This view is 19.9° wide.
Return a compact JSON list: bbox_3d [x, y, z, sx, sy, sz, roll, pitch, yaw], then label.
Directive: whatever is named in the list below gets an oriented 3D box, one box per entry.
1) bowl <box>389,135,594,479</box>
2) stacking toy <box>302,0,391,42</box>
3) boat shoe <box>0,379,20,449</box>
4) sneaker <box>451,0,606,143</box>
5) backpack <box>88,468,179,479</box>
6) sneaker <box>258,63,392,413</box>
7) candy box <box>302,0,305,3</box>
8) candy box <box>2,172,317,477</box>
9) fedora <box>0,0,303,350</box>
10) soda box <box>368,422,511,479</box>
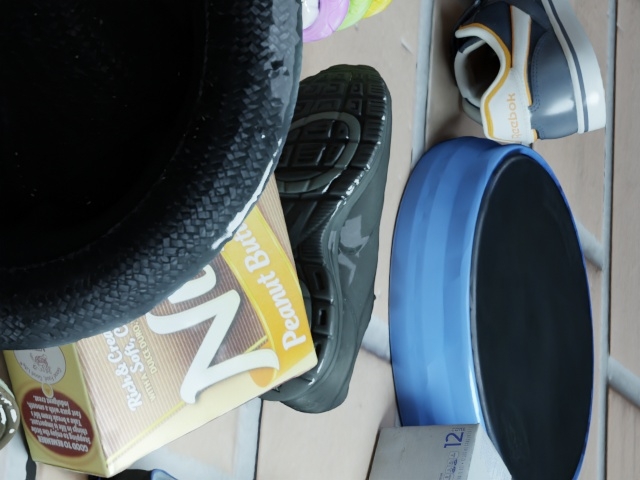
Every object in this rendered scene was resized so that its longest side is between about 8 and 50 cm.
[{"bbox_3d":[0.179,0.089,1.784,0.391,0.077,0.391,20,67,-62],"label":"bowl"},{"bbox_3d":[-0.007,-0.212,1.398,0.302,0.166,0.175,-51,143,-39],"label":"stacking toy"},{"bbox_3d":[-0.240,0.045,0.959,0.190,0.068,0.072,50,0,-33],"label":"boat shoe"},{"bbox_3d":[0.189,-0.204,1.821,0.321,0.127,0.126,-100,176,-59],"label":"sneaker"},{"bbox_3d":[-0.102,0.212,1.178,0.105,0.084,0.114,41,53,-52],"label":"backpack"},{"bbox_3d":[0.000,0.000,1.424,0.130,0.109,0.286,48,54,-60],"label":"sneaker"},{"bbox_3d":[-0.092,-0.277,1.236,0.233,0.071,0.159,41,48,-34],"label":"candy box"},{"bbox_3d":[-0.122,-0.038,1.116,0.183,0.087,0.316,-25,111,-40],"label":"candy box"},{"bbox_3d":[-0.144,-0.111,0.903,0.152,0.334,0.334,2,84,-73],"label":"fedora"},{"bbox_3d":[0.079,0.294,1.518,0.091,0.098,0.286,57,37,-42],"label":"soda box"}]
